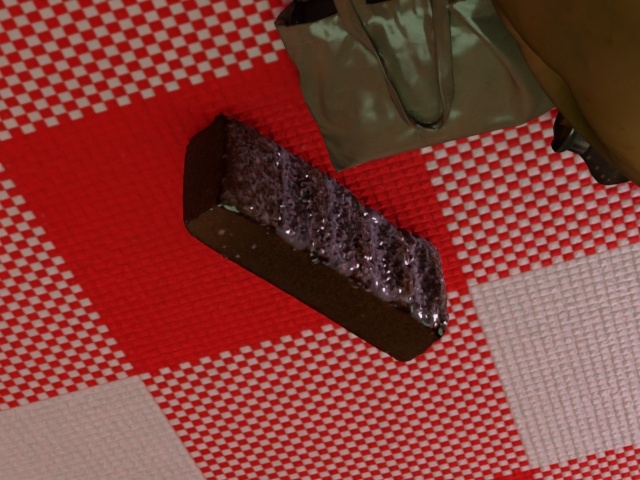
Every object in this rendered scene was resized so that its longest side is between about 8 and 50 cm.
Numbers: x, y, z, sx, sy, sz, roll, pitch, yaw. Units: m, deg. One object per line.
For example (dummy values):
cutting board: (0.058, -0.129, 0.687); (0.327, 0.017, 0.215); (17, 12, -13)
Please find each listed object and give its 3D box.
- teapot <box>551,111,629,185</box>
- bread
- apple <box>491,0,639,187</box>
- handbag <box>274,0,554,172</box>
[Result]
teapot: (0.359, -0.144, 1.873); (0.119, 0.130, 0.166); (19, 151, -7)
bread: (0.000, 0.000, 1.952); (0.113, 0.165, 0.416); (-35, 132, 29)
apple: (0.398, -0.268, 1.525); (0.473, 0.474, 0.474); (-4, 138, -4)
handbag: (0.126, -0.207, 1.788); (0.315, 0.109, 0.253); (-13, 134, 14)
